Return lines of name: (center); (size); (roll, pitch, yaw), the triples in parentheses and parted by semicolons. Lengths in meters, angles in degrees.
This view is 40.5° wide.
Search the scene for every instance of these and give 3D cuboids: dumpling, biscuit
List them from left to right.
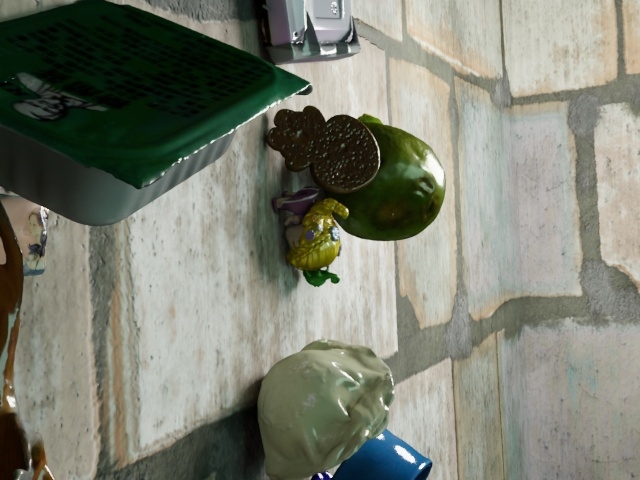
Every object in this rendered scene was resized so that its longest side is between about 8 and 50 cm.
biscuit: (0.007, -0.139, 1.294); (0.026, 0.175, 0.124); (141, -30, -69)
dumpling: (0.010, 0.227, 1.201); (0.147, 0.193, 0.258); (59, 25, -31)

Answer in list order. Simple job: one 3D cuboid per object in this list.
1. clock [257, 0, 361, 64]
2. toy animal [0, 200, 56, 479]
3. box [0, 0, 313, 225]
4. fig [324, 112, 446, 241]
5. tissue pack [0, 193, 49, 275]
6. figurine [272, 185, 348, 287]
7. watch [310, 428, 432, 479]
clock: (-0.014, -0.370, 1.337); (0.253, 0.083, 0.186); (-28, 112, -62)
toy animal: (-0.285, 0.123, 0.692); (0.302, 0.225, 0.284); (85, 12, -62)
box: (-0.193, -0.118, 0.815); (0.336, 0.264, 0.106); (-45, 156, -56)
fig: (0.091, -0.129, 1.459); (0.275, 0.206, 0.206); (-107, 171, -46)
tissue pack: (-0.290, -0.005, 0.756); (0.094, 0.059, 0.074); (5, 86, -64)
figurine: (0.000, 0.000, 1.299); (0.095, 0.115, 0.156); (-33, 119, -49)
watch: (0.060, 0.371, 1.252); (0.200, 0.171, 0.196); (-64, 168, 25)
